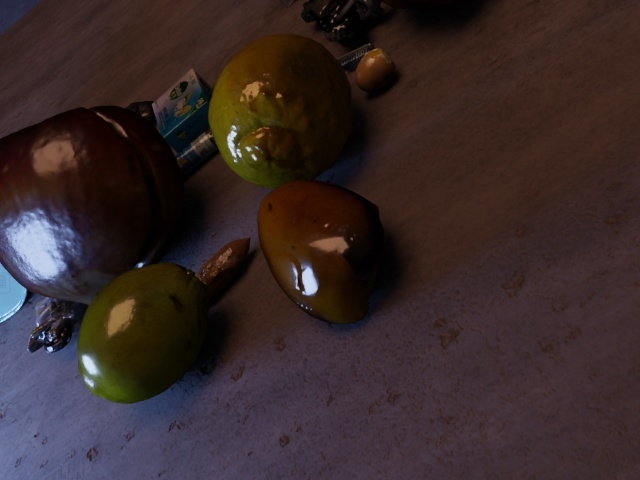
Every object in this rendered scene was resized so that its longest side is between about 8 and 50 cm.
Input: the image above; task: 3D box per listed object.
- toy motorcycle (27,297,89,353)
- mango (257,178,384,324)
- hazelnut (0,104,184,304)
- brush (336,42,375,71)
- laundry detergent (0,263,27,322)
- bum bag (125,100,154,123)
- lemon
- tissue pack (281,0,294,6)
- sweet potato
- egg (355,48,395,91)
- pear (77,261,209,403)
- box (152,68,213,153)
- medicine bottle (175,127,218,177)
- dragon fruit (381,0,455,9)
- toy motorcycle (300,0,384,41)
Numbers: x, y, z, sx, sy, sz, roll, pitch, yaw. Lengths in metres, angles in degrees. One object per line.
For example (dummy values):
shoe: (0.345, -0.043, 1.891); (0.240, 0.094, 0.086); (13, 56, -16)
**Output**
toy motorcycle: (-0.560, 0.151, 1.740); (0.152, 0.073, 0.225); (-7, 42, 28)
mango: (0.000, 0.000, 1.300); (0.201, 0.152, 0.287); (-40, 39, -10)
hazelnut: (-0.482, -0.086, 1.668); (0.429, 0.402, 0.402); (-19, 45, 21)
brush: (0.039, -0.362, 1.686); (0.178, 0.033, 0.030); (-17, 60, 32)
laundry detergent: (-0.849, 0.009, 1.962); (0.287, 0.287, 0.305); (-33, 40, 16)
bum bag: (-0.483, -0.245, 2.031); (0.137, 0.074, 0.310); (-22, 43, 13)
lemon: (-0.073, -0.242, 1.501); (0.285, 0.285, 0.316); (-43, 17, 3)
tissue pack: (-0.123, -0.728, 2.008); (0.124, 0.225, 0.185); (-36, 39, 11)
sweet potato: (-0.199, 0.071, 1.496); (0.206, 0.060, 0.068); (-53, 5, 7)
egg: (0.103, -0.327, 1.562); (0.083, 0.071, 0.071); (-40, 38, 9)
pear: (-0.304, 0.157, 1.394); (0.269, 0.212, 0.212); (-54, 38, 3)
box: (-0.318, -0.308, 1.931); (0.139, 0.073, 0.194); (-39, 38, 9)
medicine bottle: (-0.280, -0.196, 1.815); (0.191, 0.051, 0.051); (-38, 38, 10)
dragon fruit: (0.186, -0.588, 1.561); (0.277, 0.277, 0.342); (-46, 43, 0)
toy motorcycle: (0.046, -0.511, 1.755); (0.159, 0.106, 0.270); (-39, 32, 6)
